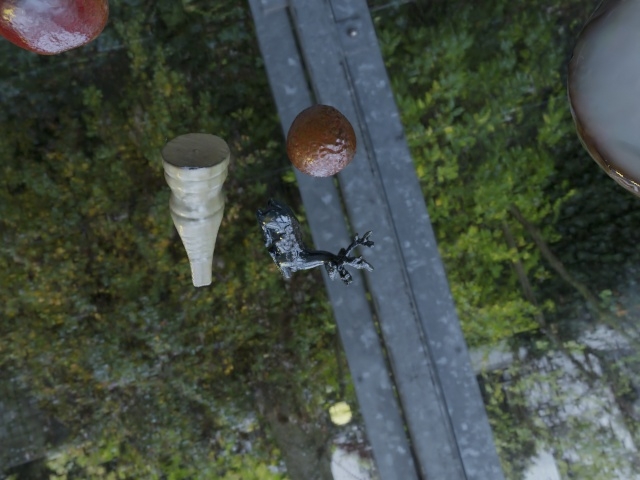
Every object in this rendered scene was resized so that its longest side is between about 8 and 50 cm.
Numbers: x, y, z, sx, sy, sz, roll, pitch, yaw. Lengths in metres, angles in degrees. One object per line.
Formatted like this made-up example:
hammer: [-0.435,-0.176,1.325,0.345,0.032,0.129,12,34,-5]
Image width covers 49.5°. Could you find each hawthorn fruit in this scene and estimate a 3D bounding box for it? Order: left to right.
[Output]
hawthorn fruit: [-0.374,-0.342,0.921,0.169,0.169,0.188,-15,166,-4]

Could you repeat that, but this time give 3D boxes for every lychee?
lychee: [-0.005,-0.142,1.025,0.140,0.114,0.101,8,-128,42]

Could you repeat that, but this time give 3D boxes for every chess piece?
chess piece: [-0.242,-0.052,1.365,0.137,0.301,0.137,4,-144,-3]

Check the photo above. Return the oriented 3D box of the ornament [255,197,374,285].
ornament: [0.000,0.000,1.415,0.236,0.202,0.080,6,-140,33]

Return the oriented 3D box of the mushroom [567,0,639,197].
mushroom: [0.402,-0.087,0.655,0.314,0.224,0.397,10,-177,22]
